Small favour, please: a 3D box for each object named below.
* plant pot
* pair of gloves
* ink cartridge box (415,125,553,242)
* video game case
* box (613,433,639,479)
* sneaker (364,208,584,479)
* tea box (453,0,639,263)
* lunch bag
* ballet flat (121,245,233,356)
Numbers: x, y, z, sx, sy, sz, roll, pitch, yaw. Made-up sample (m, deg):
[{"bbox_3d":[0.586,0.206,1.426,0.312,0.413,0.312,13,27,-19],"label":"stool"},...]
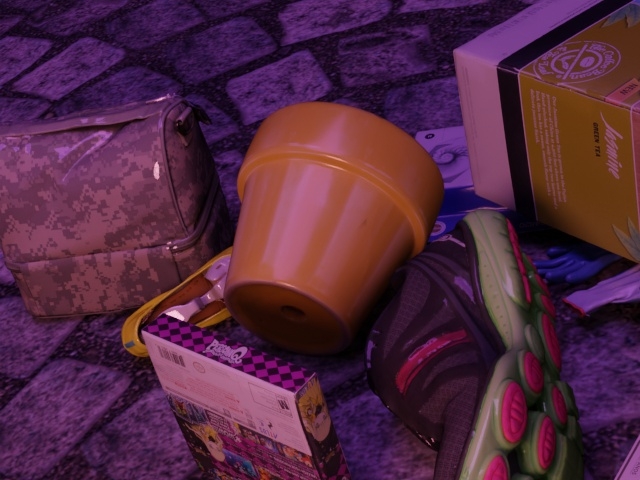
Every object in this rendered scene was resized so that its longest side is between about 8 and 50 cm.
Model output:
[{"bbox_3d":[0.000,0.000,1.711,0.254,0.254,0.239,3,55,28],"label":"plant pot"},{"bbox_3d":[0.344,0.033,1.655,0.159,0.023,0.198,-21,23,-8],"label":"pair of gloves"},{"bbox_3d":[0.225,-0.087,1.889,0.223,0.045,0.224,-7,35,15],"label":"ink cartridge box"},{"bbox_3d":[-0.071,0.193,1.469,0.232,0.210,0.042,16,46,41],"label":"video game case"},{"bbox_3d":[0.392,0.283,1.237,0.290,0.087,0.169,8,41,34],"label":"box"},{"bbox_3d":[0.152,0.162,1.486,0.202,0.185,0.483,-27,27,19],"label":"sneaker"},{"bbox_3d":[0.396,-0.169,1.707,0.329,0.220,0.323,-33,38,-28],"label":"tea box"},{"bbox_3d":[-0.284,-0.059,1.891,0.305,0.256,0.212,-6,35,16],"label":"lunch bag"},{"bbox_3d":[-0.150,0.075,1.790,0.231,0.077,0.077,-33,1,-15],"label":"ballet flat"}]
